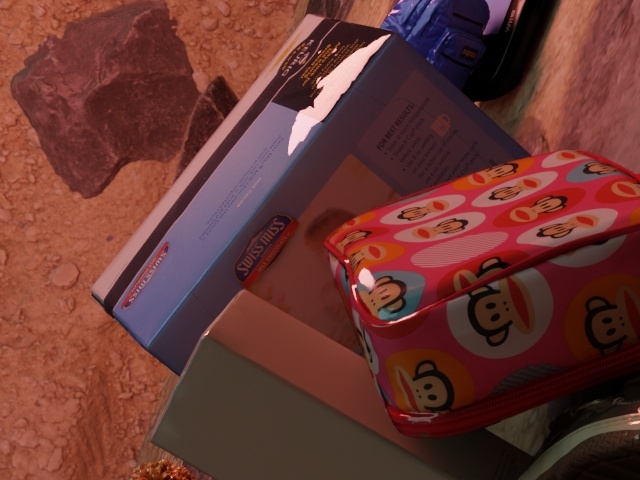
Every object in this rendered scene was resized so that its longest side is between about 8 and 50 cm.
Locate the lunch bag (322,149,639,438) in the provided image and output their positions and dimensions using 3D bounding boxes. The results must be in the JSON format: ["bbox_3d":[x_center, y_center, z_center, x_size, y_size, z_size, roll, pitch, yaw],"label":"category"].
[{"bbox_3d":[0.143,0.017,1.069,0.293,0.258,0.120,-110,-1,-77],"label":"lunch bag"}]

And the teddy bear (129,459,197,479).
[{"bbox_3d":[-0.082,0.321,1.495,0.113,0.245,0.338,-42,12,1],"label":"teddy bear"}]

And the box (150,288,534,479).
[{"bbox_3d":[0.025,0.158,1.131,0.113,0.275,0.094,-61,-5,27],"label":"box"}]

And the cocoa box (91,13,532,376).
[{"bbox_3d":[0.000,0.000,1.406,0.347,0.231,0.228,-52,23,-4],"label":"cocoa box"}]

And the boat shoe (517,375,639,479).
[{"bbox_3d":[0.191,0.119,0.933,0.095,0.095,0.257,-63,9,-26],"label":"boat shoe"}]

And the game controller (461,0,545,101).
[{"bbox_3d":[0.214,-0.298,1.679,0.166,0.067,0.319,-176,107,-78],"label":"game controller"}]

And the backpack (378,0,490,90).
[{"bbox_3d":[0.126,-0.217,1.629,0.101,0.098,0.120,39,108,32],"label":"backpack"}]
